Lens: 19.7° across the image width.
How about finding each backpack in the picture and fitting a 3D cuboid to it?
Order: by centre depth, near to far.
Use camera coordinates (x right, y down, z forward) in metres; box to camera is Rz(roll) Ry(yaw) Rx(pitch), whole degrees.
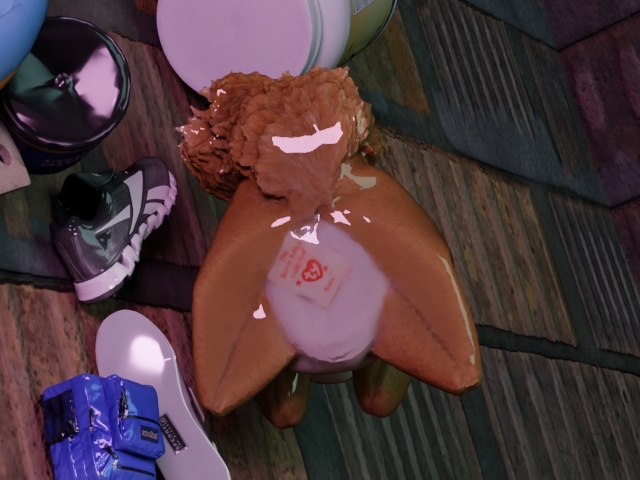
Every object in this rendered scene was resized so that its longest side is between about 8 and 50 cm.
[{"bbox_3d":[-0.198,0.189,1.695,0.098,0.101,0.120,21,54,-48],"label":"backpack"}]

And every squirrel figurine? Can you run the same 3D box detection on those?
[{"bbox_3d":[0.000,0.000,1.968,0.370,0.281,0.397,11,66,-86],"label":"squirrel figurine"}]

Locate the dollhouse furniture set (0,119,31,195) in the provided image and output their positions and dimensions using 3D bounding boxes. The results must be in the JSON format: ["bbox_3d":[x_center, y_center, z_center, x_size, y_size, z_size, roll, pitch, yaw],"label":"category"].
[{"bbox_3d":[-0.314,0.011,1.584,0.184,0.129,0.129,64,25,-1],"label":"dollhouse furniture set"}]

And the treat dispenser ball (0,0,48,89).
[{"bbox_3d":[-0.365,-0.225,1.503,0.288,0.288,0.288,43,34,-39],"label":"treat dispenser ball"}]

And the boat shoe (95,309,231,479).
[{"bbox_3d":[-0.158,0.173,1.826,0.219,0.078,0.070,63,-6,6],"label":"boat shoe"}]

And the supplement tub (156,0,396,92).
[{"bbox_3d":[-0.050,-0.296,2.236,0.228,0.228,0.316,62,26,-9],"label":"supplement tub"}]

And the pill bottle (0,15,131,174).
[{"bbox_3d":[-0.256,-0.128,1.713,0.123,0.123,0.219,66,-18,-1],"label":"pill bottle"}]

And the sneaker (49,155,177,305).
[{"bbox_3d":[-0.214,-0.040,1.879,0.106,0.078,0.234,58,29,-23],"label":"sneaker"}]
